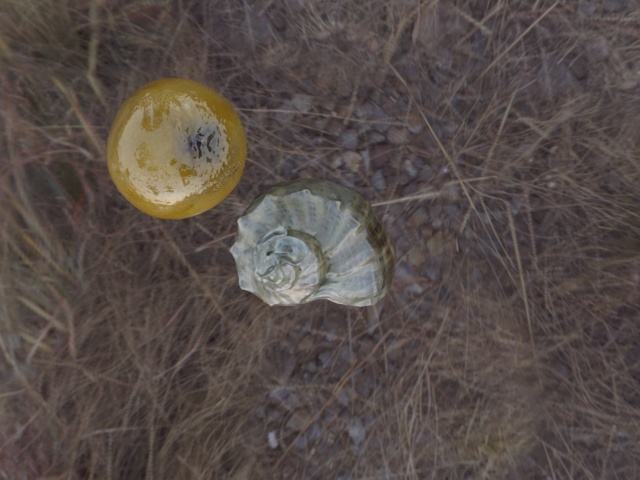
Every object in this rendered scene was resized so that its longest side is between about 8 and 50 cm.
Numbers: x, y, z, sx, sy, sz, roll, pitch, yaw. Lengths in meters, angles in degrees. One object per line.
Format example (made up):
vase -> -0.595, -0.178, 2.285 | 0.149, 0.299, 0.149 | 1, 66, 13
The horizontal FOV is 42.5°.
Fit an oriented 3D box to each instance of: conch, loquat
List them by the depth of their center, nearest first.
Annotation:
conch -> -0.001, -0.013, 1.141 | 0.210, 0.291, 0.159 | 10, 121, 18
loquat -> -0.266, -0.168, 1.530 | 0.263, 0.263, 0.263 | 1, 95, 9
